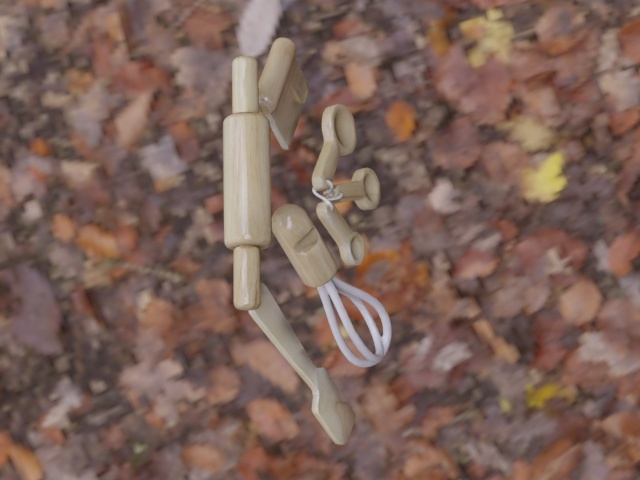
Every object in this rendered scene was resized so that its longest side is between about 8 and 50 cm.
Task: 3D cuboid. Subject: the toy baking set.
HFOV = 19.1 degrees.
[{"bbox_3d":[-0.004,-0.003,1.245,0.030,0.197,0.256,-9,70,30],"label":"toy baking set"}]
